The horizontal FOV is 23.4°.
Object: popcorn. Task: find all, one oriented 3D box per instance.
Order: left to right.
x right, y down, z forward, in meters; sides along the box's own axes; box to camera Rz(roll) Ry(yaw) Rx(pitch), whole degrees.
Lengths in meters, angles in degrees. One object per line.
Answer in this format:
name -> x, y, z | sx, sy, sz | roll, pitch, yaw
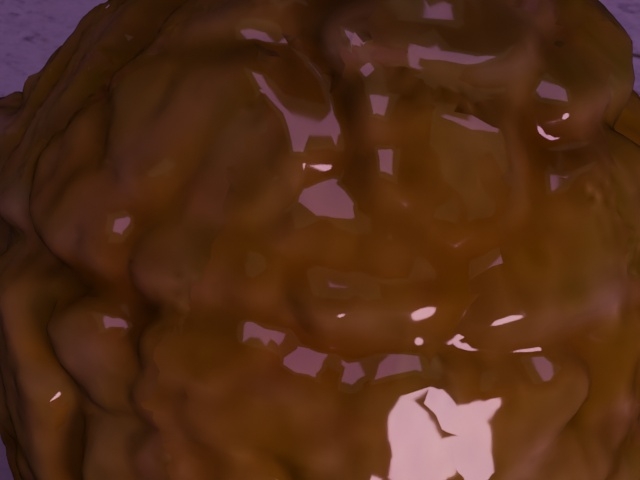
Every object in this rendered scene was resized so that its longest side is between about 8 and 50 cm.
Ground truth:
popcorn -> 0.003, 0.014, 0.773 | 0.344, 0.354, 0.390 | -3, 45, -25
